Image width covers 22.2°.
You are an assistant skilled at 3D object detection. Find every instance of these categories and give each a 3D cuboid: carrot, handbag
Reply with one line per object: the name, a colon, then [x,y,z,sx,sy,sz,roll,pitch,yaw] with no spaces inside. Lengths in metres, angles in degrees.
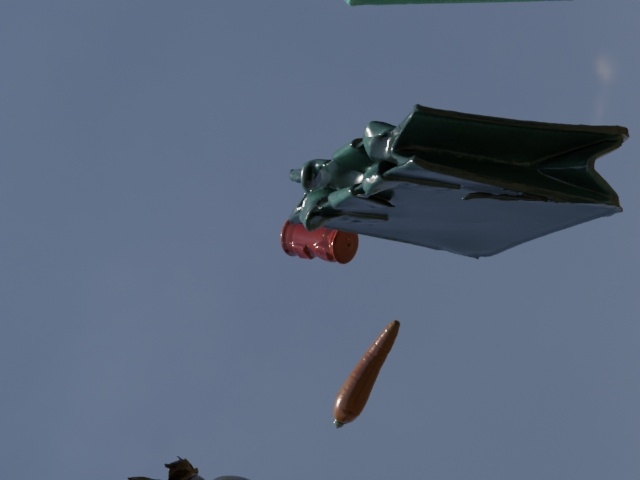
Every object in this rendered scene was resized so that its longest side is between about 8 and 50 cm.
carrot: [0.050,0.148,1.804,0.142,0.035,0.035,-61,-28,8]
handbag: [0.121,-0.051,1.530,0.238,0.326,0.089,5,-99,-19]

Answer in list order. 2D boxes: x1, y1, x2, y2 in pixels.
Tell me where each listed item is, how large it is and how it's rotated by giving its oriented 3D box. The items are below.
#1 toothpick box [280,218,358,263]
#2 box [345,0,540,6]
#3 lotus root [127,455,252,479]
toothpick box: [0.000,0.000,1.825,0.047,0.083,0.047,-12,-74,-48]
box: [0.166,-0.391,1.923,0.311,0.118,0.205,-3,-56,-19]
lotus root: [-0.095,0.344,1.847,0.154,0.278,0.154,-43,-27,-29]
